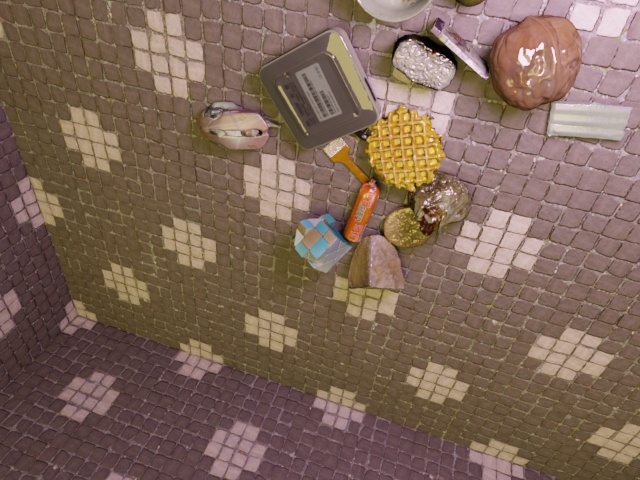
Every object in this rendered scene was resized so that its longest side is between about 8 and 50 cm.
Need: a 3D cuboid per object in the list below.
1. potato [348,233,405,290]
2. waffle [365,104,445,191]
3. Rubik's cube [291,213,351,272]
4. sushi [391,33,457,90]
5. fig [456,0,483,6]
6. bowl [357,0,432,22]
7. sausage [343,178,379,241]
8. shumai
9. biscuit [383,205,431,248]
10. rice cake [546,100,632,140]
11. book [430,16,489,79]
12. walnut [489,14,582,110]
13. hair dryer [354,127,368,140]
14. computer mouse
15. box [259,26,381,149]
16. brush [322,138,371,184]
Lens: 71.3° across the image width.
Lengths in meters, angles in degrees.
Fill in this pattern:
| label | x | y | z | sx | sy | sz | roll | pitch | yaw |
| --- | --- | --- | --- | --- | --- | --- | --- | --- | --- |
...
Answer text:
| label | x | y | z | sx | sy | sz | roll | pitch | yaw |
| --- | --- | --- | --- | --- | --- | --- | --- | --- | --- |
| potato | 0.258 | 0.104 | 2.070 | 0.189 | 0.210 | 0.265 | -179 | 90 | -65 |
| waffle | 0.320 | -0.340 | 1.685 | 0.328 | 0.062 | 0.330 | 7 | 111 | 20 |
| Rubik's cube | 0.000 | 0.000 | 2.019 | 0.224 | 0.265 | 0.213 | -46 | 61 | 8 |
| sushi | 0.345 | -0.596 | 1.484 | 0.224 | 0.127 | 0.124 | 23 | 130 | -6 |
| fig | 0.470 | -0.818 | 1.298 | 0.149 | 0.149 | 0.245 | 32 | 111 | -4 |
| bowl | 0.236 | -0.829 | 1.341 | 0.288 | 0.146 | 0.290 | 11 | 130 | 13 |
| sausage | 0.181 | -0.134 | 1.911 | 0.092 | 0.093 | 0.312 | 23 | 132 | 4 |
| shumai | 0.457 | -0.138 | 1.734 | 0.255 | 0.218 | 0.189 | 18 | 135 | 12 |
| biscuit | 0.380 | -0.055 | 1.928 | 0.219 | 0.033 | 0.220 | 5 | 124 | 8 |
| rice cake | 0.882 | -0.400 | 1.477 | 0.236 | 0.043 | 0.127 | 7 | 126 | 16 |
| book | 0.447 | -0.613 | 1.412 | 0.231 | 0.158 | 0.026 | 38 | 128 | -9 |
| walnut | 0.647 | -0.538 | 1.347 | 0.272 | 0.227 | 0.274 | 11 | 124 | 18 |
| hair dryer | 0.169 | -0.439 | 1.743 | 0.079 | 0.031 | 0.083 | 35 | 117 | 5 |
| computer mouse | -0.355 | -0.464 | 1.869 | 0.388 | 0.115 | 0.200 | 9 | 131 | 16 |
| box | -0.004 | -0.548 | 1.667 | 0.372 | 0.091 | 0.367 | -16 | 121 | 32 |
| brush | 0.132 | -0.311 | 1.857 | 0.272 | 0.013 | 0.103 | 45 | 128 | -15 |
